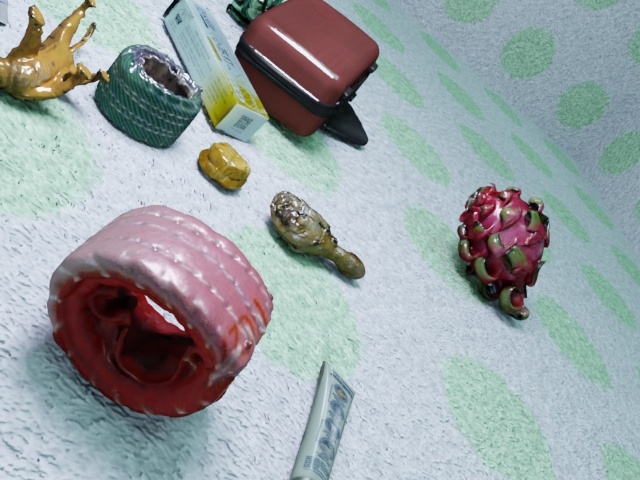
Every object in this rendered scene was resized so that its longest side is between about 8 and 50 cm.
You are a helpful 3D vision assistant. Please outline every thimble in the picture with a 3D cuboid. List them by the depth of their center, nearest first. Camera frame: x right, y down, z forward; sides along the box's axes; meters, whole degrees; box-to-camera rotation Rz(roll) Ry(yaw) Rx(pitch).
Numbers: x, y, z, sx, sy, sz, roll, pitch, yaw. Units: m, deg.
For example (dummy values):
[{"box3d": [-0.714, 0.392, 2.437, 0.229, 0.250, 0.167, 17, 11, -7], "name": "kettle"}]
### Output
[{"box3d": [-0.152, 0.066, 0.640, 0.189, 0.163, 0.125, 36, 28, -4], "name": "thimble"}, {"box3d": [-0.242, -0.206, 0.969, 0.135, 0.090, 0.118, 34, 32, -27], "name": "thimble"}]

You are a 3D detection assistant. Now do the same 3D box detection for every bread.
[{"box3d": [-0.144, -0.114, 1.030, 0.083, 0.046, 0.081, 29, 26, -27], "name": "bread"}]

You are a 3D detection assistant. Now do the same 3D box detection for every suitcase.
[{"box3d": [-0.029, -0.357, 1.351, 0.236, 0.161, 0.297, 38, 37, -2], "name": "suitcase"}]

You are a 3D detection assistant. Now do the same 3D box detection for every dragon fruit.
[{"box3d": [0.379, 0.020, 1.436, 0.198, 0.273, 0.218, 14, 1, 7], "name": "dragon fruit"}]

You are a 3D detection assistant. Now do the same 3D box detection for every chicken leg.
[{"box3d": [-0.002, 0.002, 1.061, 0.198, 0.069, 0.085, 40, 3, -26], "name": "chicken leg"}]

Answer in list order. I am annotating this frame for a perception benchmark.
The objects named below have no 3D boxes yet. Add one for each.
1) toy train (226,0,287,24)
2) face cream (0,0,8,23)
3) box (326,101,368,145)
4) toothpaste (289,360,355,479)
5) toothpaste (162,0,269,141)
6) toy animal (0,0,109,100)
[{"box3d": [-0.130, -0.556, 1.593, 0.154, 0.115, 0.269, 31, 24, -25], "name": "toy train"}, {"box3d": [-0.506, -0.372, 0.874, 0.224, 0.070, 0.114, 35, 27, -46], "name": "face cream"}, {"box3d": [0.013, -0.309, 1.524, 0.201, 0.042, 0.213, 14, 41, -43], "name": "box"}, {"box3d": [0.003, 0.222, 0.781, 0.062, 0.039, 0.239, 46, 25, -9], "name": "toothpaste"}, {"box3d": [-0.194, -0.313, 1.212, 0.089, 0.071, 0.313, 16, 38, -50], "name": "toothpaste"}, {"box3d": [-0.345, -0.241, 0.889, 0.114, 0.116, 0.255, 63, 16, -18], "name": "toy animal"}]
